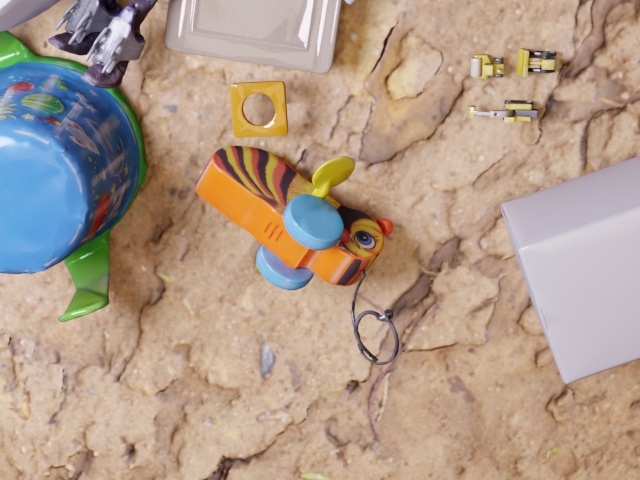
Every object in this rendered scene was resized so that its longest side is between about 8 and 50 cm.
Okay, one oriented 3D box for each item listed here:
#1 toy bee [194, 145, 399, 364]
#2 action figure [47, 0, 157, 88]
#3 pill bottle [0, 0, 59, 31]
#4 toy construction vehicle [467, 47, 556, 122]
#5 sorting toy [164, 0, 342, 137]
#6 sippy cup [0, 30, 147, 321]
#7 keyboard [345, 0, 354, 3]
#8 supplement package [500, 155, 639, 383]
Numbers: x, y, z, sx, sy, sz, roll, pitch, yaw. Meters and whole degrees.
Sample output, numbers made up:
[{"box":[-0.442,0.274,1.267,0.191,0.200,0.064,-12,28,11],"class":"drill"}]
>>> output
[{"box":[0.000,0.000,1.688,0.195,0.162,0.298,-28,94,40],"class":"toy bee"},{"box":[-0.184,-0.306,1.575,0.185,0.099,0.285,40,108,20],"class":"action figure"},{"box":[-0.366,-0.361,1.522,0.153,0.153,0.265,-33,88,10],"class":"pill bottle"},{"box":[0.220,-0.177,1.671,0.098,0.035,0.086,4,107,-1],"class":"toy construction vehicle"},{"box":[-0.069,-0.289,1.632,0.196,0.047,0.348,10,105,4],"class":"sorting toy"},{"box":[-0.321,-0.071,1.608,0.305,0.224,0.240,34,104,-9],"class":"sippy cup"},{"box":[0.102,-0.371,1.590,0.256,0.014,0.072,-44,119,-1],"class":"keyboard"},{"box":[0.376,0.010,1.657,0.293,0.175,0.177,-19,108,6],"class":"supplement package"}]
